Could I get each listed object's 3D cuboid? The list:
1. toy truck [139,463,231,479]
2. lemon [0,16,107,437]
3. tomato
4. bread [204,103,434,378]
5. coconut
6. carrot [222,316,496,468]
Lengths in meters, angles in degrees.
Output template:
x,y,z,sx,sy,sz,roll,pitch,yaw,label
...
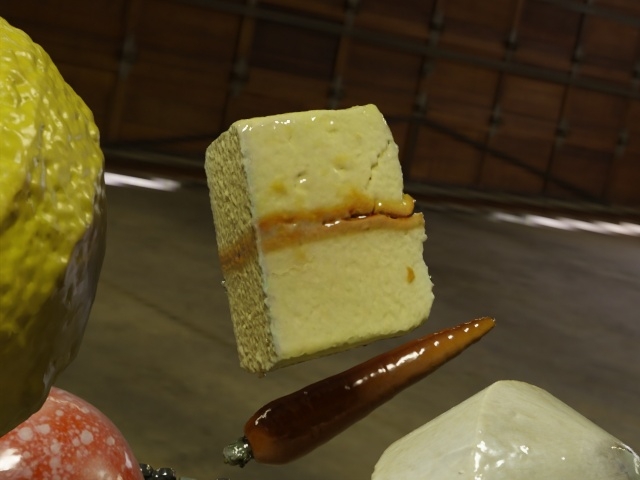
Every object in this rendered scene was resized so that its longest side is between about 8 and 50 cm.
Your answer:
x,y,z,sx,sy,sz,roll,pitch,yaw,label
-0.192,0.335,1.646,0.201,0.088,0.074,12,46,-22,toy truck
-0.258,0.002,0.776,0.268,0.322,0.268,3,-32,2,lemon
-0.282,0.258,1.256,0.270,0.270,0.227,17,31,36,tomato
0.000,0.000,1.290,0.178,0.240,0.135,-9,-4,-20,bread
0.156,0.219,1.065,0.222,0.202,0.202,-33,-19,32,coconut
0.047,0.160,1.413,0.336,0.069,0.069,-25,19,-13,carrot
